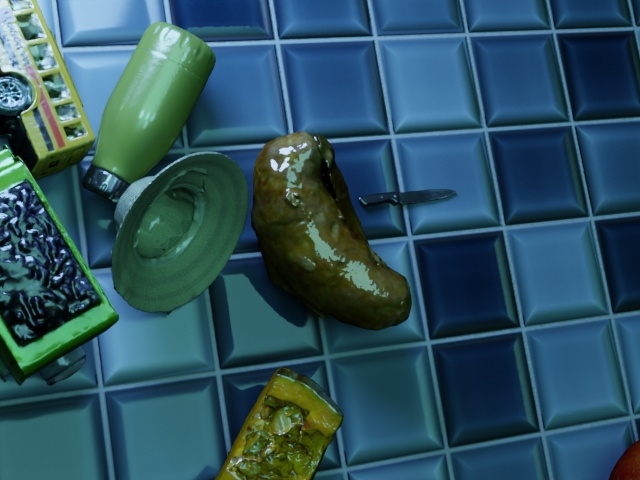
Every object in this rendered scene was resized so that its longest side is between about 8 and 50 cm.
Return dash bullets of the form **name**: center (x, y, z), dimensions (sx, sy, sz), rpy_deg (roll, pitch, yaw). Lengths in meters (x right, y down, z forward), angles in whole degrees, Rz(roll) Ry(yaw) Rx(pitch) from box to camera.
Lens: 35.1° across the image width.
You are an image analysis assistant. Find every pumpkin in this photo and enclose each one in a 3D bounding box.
- **pumpkin**: center (-0.063, 0.304, 1.406), dimensions (0.131, 0.126, 0.248), rpy_deg (32, 88, -3)

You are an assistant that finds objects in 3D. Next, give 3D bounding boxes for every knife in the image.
- **knife**: center (0.139, -0.069, 1.600), dimensions (0.170, 0.010, 0.023), rpy_deg (-7, 80, -20)

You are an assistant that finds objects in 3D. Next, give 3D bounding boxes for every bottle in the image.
- **bottle**: center (-0.251, -0.176, 1.443), dimensions (0.112, 0.112, 0.260), rpy_deg (28, 83, -10)

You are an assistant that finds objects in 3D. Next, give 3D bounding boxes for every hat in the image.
- **hat**: center (-0.223, -0.029, 1.408), dimensions (0.110, 0.252, 0.252), rpy_deg (32, 66, 30)

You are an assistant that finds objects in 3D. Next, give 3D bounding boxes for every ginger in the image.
- **ginger**: center (0.000, 0.000, 1.472), dimensions (0.321, 0.172, 0.165), rpy_deg (58, 31, -5)

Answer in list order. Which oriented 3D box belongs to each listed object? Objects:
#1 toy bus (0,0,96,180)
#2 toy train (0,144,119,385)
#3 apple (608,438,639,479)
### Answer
- **toy bus**: center (-0.429, -0.255, 1.403), dimensions (0.123, 0.121, 0.335), rpy_deg (-21, 85, -27)
- **toy train**: center (-0.396, 0.039, 1.283), dimensions (0.173, 0.249, 0.307), rpy_deg (-31, 89, -23)
- **apple**: center (0.549, 0.396, 1.534), dimensions (0.218, 0.201, 0.218), rpy_deg (2, 77, -9)
